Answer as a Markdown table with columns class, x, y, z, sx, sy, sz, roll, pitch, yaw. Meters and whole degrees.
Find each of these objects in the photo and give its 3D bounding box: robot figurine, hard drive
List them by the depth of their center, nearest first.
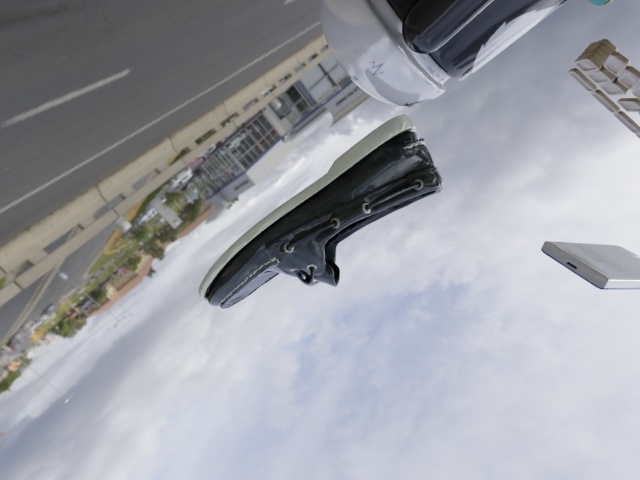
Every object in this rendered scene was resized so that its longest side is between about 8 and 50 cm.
| class | x | y | z | sx | sy | sz | roll | pitch | yaw |
| --- | --- | --- | --- | --- | --- | --- | --- | --- | --- |
| robot figurine | 0.128 | -0.246 | 0.377 | 0.278 | 0.174 | 0.209 | -34 | 164 | 31 |
| hard drive | 0.826 | 0.070 | 1.211 | 0.210 | 0.318 | 0.040 | -125 | -137 | -55 |

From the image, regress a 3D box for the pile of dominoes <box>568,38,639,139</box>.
| class | x | y | z | sx | sy | sz | roll | pitch | yaw |
| --- | --- | --- | --- | --- | --- | --- | --- | --- | --- |
| pile of dominoes | 0.536 | -0.230 | 0.699 | 0.040 | 0.251 | 0.196 | -49 | -176 | 18 |

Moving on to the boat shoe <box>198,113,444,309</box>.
| class | x | y | z | sx | sy | sz | roll | pitch | yaw |
| --- | --- | --- | --- | --- | --- | --- | --- | --- | --- |
| boat shoe | 0.001 | 0.000 | 0.521 | 0.340 | 0.113 | 0.127 | -38 | 173 | 5 |

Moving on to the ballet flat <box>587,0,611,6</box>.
| class | x | y | z | sx | sy | sz | roll | pitch | yaw |
| --- | --- | --- | --- | --- | --- | --- | --- | --- | --- |
| ballet flat | 0.574 | -0.624 | 0.953 | 0.073 | 0.232 | 0.080 | -50 | -174 | -19 |
